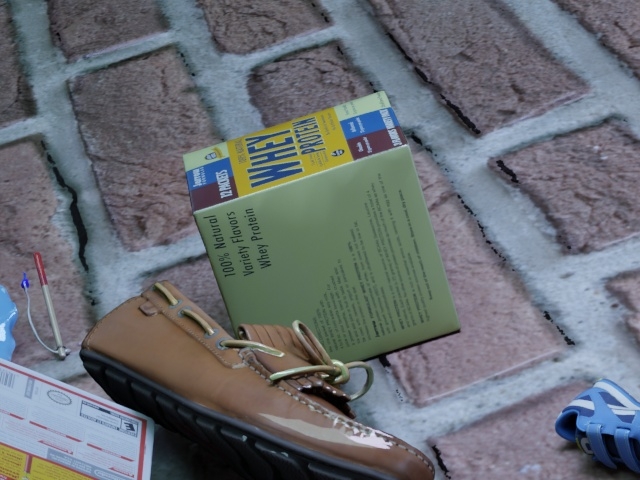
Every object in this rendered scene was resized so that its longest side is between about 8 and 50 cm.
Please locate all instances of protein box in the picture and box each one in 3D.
[{"bbox_3d":[0.000,0.000,1.840,0.201,0.200,0.136,-18,27,0],"label":"protein box"}]

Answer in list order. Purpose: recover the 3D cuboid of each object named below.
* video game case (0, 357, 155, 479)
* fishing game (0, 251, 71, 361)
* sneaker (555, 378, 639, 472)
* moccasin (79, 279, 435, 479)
[{"bbox_3d":[-0.233,0.192,1.559,0.204,0.025,0.285,23,26,-14],"label":"video game case"},{"bbox_3d":[-0.393,0.098,2.001,0.264,0.041,0.189,-12,53,-13],"label":"fishing game"},{"bbox_3d":[0.239,0.157,1.570,0.059,0.053,0.144,-25,19,-17],"label":"sneaker"},{"bbox_3d":[-0.042,0.126,1.672,0.147,0.139,0.380,-49,38,-16],"label":"moccasin"}]
